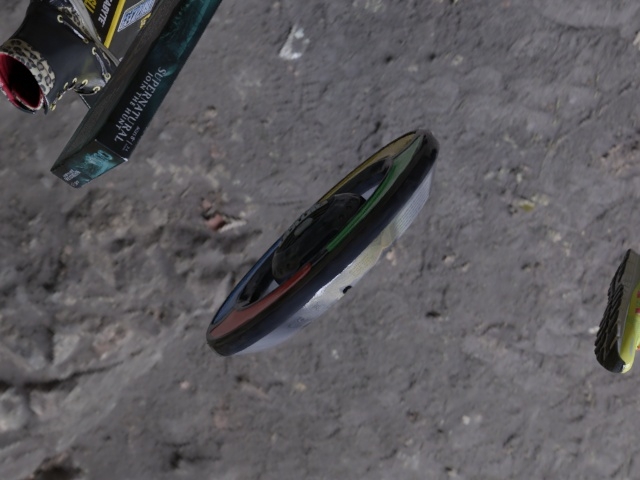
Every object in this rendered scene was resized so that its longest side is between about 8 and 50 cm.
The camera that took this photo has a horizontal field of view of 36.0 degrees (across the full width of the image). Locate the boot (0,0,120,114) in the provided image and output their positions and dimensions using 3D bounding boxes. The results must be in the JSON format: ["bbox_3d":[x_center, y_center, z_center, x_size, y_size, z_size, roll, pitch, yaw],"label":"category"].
[{"bbox_3d":[-0.345,-0.210,1.330,0.085,0.179,0.236,-7,130,21],"label":"boot"}]

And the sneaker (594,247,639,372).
[{"bbox_3d":[0.412,0.094,1.249,0.094,0.208,0.081,24,137,9],"label":"sneaker"}]

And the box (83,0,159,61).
[{"bbox_3d":[-0.269,-0.426,1.633,0.079,0.322,0.257,42,144,3],"label":"box"}]

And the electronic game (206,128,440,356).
[{"bbox_3d":[0.000,0.000,0.737,0.048,0.229,0.229,47,131,-10],"label":"electronic game"}]

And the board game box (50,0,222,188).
[{"bbox_3d":[-0.117,-0.126,0.687,0.026,0.186,0.126,35,160,-20],"label":"board game box"}]
